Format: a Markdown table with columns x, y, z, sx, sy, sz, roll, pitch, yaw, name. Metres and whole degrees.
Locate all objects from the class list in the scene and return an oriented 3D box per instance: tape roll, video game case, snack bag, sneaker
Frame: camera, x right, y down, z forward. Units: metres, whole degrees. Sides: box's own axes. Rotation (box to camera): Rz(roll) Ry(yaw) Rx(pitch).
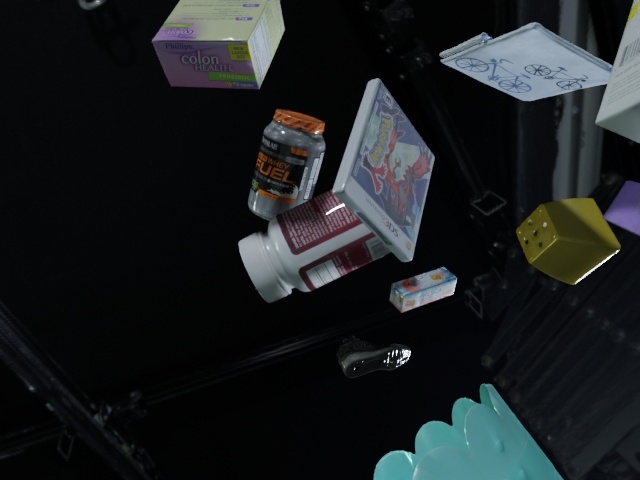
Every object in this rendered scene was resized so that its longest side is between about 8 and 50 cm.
| x | y | z | sx | sy | sz | roll | pitch | yaw | name |
| --- | --- | --- | --- | --- | --- | --- | --- | --- | --- |
| 0.613 | -0.029 | 0.824 | 0.189 | 0.189 | 0.080 | 19 | -73 | -23 | tape roll |
| 0.102 | -0.099 | 0.679 | 0.183 | 0.023 | 0.201 | 41 | -125 | -39 | video game case |
| 0.521 | -0.444 | 1.177 | 0.323 | 0.343 | 0.037 | 16 | -88 | -21 | snack bag |
| 0.147 | 0.324 | 1.371 | 0.228 | 0.130 | 0.087 | -6 | -64 | -22 | sneaker |

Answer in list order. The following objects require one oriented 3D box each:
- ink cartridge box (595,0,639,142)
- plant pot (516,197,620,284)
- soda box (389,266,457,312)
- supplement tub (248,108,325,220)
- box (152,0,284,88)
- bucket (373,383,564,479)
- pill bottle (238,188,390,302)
| x | y | z | sx | sy | sz | roll | pitch | yaw | name |
| --- | --- | --- | --- | --- | --- | --- | --- | --- | --- |
| 0.608 | -0.354 | 0.674 | 0.161 | 0.279 | 0.384 | 21 | -97 | -4 | ink cartridge box |
| 0.765 | -0.009 | 1.498 | 0.187 | 0.212 | 0.212 | 9 | -40 | -16 | plant pot |
| 0.280 | 0.133 | 1.276 | 0.183 | 0.058 | 0.062 | -15 | -53 | -24 | soda box |
| -0.099 | -0.225 | 1.430 | 0.194 | 0.193 | 0.315 | 9 | -69 | -19 | supplement tub |
| -0.217 | -0.464 | 1.054 | 0.214 | 0.242 | 0.117 | 5 | -36 | 11 | box |
| 0.097 | 0.271 | 0.375 | 0.281 | 0.183 | 0.281 | -33 | -22 | -15 | bucket |
| 0.000 | 0.000 | 1.245 | 0.393 | 0.224 | 0.224 | -26 | -60 | 1 | pill bottle |
